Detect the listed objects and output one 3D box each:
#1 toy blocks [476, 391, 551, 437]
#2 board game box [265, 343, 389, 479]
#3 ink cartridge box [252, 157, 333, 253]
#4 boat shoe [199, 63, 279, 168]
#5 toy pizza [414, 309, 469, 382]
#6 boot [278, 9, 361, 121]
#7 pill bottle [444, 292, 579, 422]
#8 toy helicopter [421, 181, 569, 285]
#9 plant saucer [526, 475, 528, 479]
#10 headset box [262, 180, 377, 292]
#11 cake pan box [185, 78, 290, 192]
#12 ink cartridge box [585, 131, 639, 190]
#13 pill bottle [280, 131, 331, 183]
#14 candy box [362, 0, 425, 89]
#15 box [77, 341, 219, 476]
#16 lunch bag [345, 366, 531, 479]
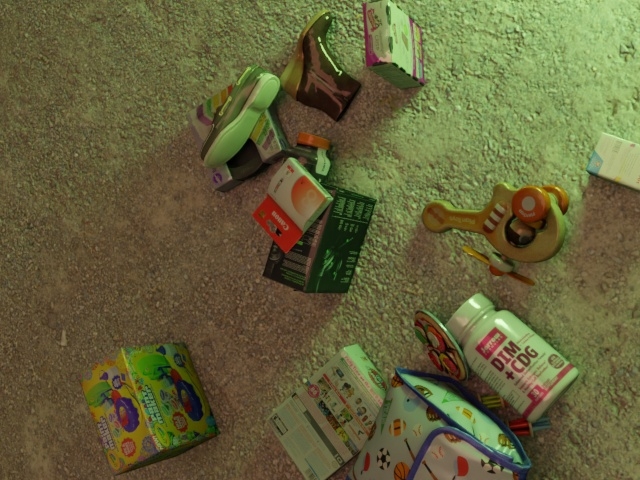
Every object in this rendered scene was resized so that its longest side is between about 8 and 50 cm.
[{"bbox_3d":[0.448,0.399,1.767,0.148,0.054,0.123,-11,63,8],"label":"toy blocks"},{"bbox_3d":[0.038,0.447,1.947,0.303,0.098,0.224,-44,71,19],"label":"board game box"},{"bbox_3d":[-0.077,-0.082,1.793,0.179,0.045,0.145,-48,66,13],"label":"ink cartridge box"},{"bbox_3d":[-0.232,-0.333,2.053,0.091,0.109,0.305,40,98,23],"label":"boat shoe"},{"bbox_3d":[0.276,0.253,1.794,0.032,0.201,0.201,-31,71,-13],"label":"toy pizza"},{"bbox_3d":[0.025,-0.465,2.035,0.207,0.090,0.248,32,100,12],"label":"boot"},{"bbox_3d":[0.424,0.261,1.730,0.283,0.160,0.160,42,105,23],"label":"pill bottle"},{"bbox_3d":[0.400,-0.024,1.803,0.355,0.140,0.234,9,100,37],"label":"toy helicopter"},{"bbox_3d":[0.387,0.534,1.801,0.200,0.037,0.199,-2,85,26],"label":"plant saucer"},{"bbox_3d":[0.000,0.000,1.911,0.131,0.246,0.282,19,96,27],"label":"headset box"},{"bbox_3d":[-0.231,-0.297,2.144,0.246,0.070,0.266,-27,76,25],"label":"cake pan box"},{"bbox_3d":[0.673,-0.165,1.674,0.143,0.090,0.092,26,99,24],"label":"ink cartridge box"},{"bbox_3d":[-0.048,-0.158,2.008,0.131,0.130,0.245,19,96,26],"label":"pill bottle"},{"bbox_3d":[0.181,-0.473,1.857,0.071,0.233,0.159,-5,84,26],"label":"candy box"},{"bbox_3d":[-0.468,0.453,2.094,0.177,0.279,0.289,-31,75,22],"label":"box"},{"bbox_3d":[0.261,0.513,1.672,0.385,0.239,0.327,41,113,55],"label":"lunch bag"}]
